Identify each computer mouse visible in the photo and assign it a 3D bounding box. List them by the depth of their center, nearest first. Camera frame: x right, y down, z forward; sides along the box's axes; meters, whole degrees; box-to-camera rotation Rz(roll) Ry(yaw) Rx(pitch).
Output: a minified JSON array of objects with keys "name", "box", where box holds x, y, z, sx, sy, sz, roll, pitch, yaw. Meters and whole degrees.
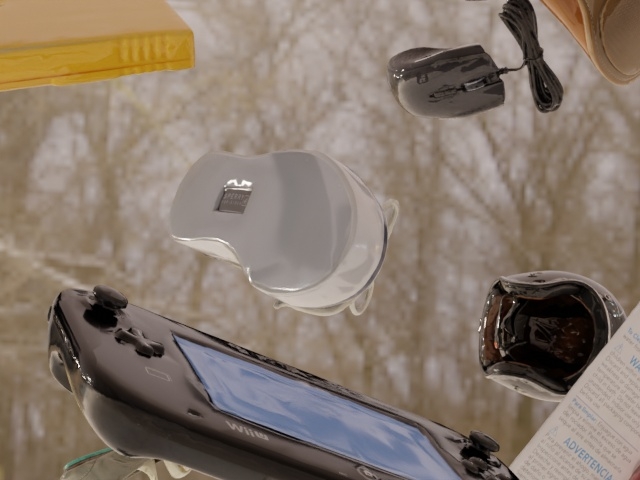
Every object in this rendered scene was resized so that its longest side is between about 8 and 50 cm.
[{"name":"computer mouse","box":[0.170,-0.232,2.124,0.262,0.184,0.060,3,35,38]}]

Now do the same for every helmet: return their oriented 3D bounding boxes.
[{"name":"helmet","box":[0.277,0.112,1.955,0.161,0.169,0.169,8,-10,-7]}]

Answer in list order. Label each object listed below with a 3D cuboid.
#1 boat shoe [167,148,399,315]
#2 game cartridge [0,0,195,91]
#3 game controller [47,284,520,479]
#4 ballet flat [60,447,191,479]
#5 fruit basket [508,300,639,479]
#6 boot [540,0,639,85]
[{"name":"boat shoe","box":[-0.004,0.008,1.501,0.156,0.136,0.367,26,-7,-26]},{"name":"game cartridge","box":[-0.310,-0.202,1.592,0.323,0.053,0.285,-7,25,-18]},{"name":"game controller","box":[-0.003,0.112,0.941,0.319,0.067,0.166,23,3,-26]},{"name":"ballet flat","box":[-0.174,0.230,1.756,0.213,0.068,0.072,-23,-14,-37]},{"name":"fruit basket","box":[0.228,0.254,1.233,0.327,0.353,0.165,41,-11,-26]},{"name":"boot","box":[0.257,-0.305,1.917,0.283,0.109,0.220,39,-1,-40]}]
